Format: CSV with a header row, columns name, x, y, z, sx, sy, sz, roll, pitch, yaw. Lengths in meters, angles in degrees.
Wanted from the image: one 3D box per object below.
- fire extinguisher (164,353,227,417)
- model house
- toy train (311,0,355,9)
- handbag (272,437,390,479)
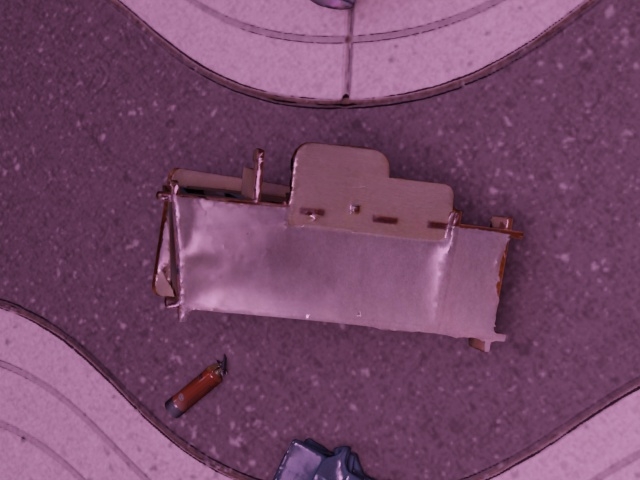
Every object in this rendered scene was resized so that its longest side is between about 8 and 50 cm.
name,x,y,z,sx,sy,sz,roll,pitch,yaw
fire extinguisher,-0.128,0.152,1.453,0.083,0.022,0.028,-41,41,16
model house,0.000,0.000,1.315,0.326,0.244,0.169,6,90,-9
toy train,0.033,-0.378,1.300,0.173,0.249,0.307,25,96,21
handbag,0.041,0.308,1.347,0.229,0.062,0.179,27,94,24
